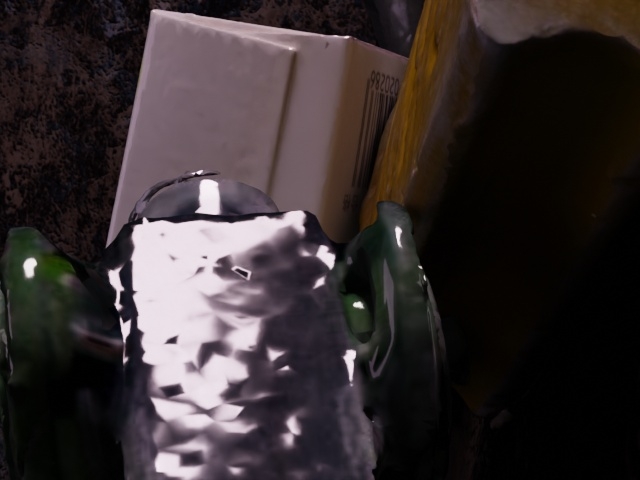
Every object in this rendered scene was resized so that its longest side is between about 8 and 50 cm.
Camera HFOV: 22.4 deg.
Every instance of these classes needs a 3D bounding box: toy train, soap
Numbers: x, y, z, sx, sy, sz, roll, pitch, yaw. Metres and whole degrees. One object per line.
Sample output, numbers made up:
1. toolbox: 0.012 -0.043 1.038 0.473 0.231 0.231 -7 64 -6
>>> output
1. toy train: -0.026 0.139 0.562 0.307 0.173 0.249 -104 11 -45
2. soap: 0.077 -0.057 0.624 0.274 0.089 0.173 105 177 -61

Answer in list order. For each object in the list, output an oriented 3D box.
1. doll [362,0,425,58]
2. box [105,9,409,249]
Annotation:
1. doll: 0.071 -0.234 1.047 0.246 0.158 0.340 -89 -23 -74
2. box: -0.003 0.000 0.869 0.274 0.116 0.203 1 -80 -68
